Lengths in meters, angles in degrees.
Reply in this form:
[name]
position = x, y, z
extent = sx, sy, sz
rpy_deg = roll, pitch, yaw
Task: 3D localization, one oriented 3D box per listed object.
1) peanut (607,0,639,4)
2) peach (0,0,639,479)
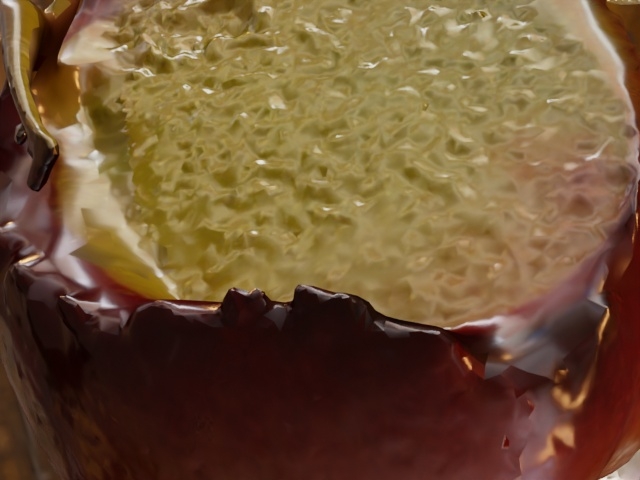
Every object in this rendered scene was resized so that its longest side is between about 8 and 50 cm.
[peanut]
position = 0.277, -0.233, 1.153
extent = 0.113, 0.054, 0.054
rpy_deg = 7, -71, 23
[peach]
position = 0.009, 0.020, 0.666
extent = 0.406, 0.335, 0.310
rpy_deg = 48, -22, 43
